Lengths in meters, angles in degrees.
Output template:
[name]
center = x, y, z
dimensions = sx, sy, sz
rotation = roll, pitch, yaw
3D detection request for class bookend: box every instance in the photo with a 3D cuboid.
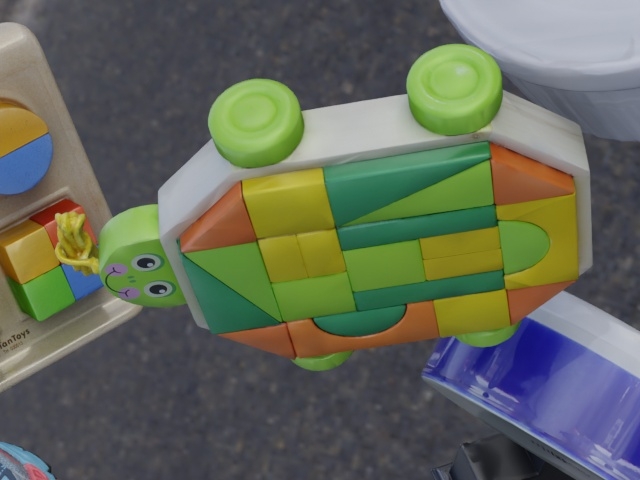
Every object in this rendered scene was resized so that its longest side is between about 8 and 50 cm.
[bookend]
center = 0.212, 0.215, 1.716
dimensions = 0.156, 0.157, 0.072
rotation = 100, 149, -56

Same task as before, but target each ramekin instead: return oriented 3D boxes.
[ramekin]
center = 0.218, -0.187, 1.068
dimensions = 0.273, 0.127, 0.273
rotation = -13, 56, 20

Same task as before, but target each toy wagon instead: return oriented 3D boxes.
[toy wagon]
center = 0.000, 0.000, 1.058
dimensions = 0.267, 0.344, 0.068
rotation = 75, -173, -55

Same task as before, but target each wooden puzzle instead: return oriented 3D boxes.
[wooden puzzle]
center = -0.367, -0.006, 1.680
dimensions = 0.080, 0.322, 0.348
rotation = 17, 133, 61

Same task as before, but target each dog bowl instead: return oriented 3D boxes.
[dog bowl]
center = 0.214, 0.129, 1.280
dimensions = 0.104, 0.265, 0.265
rotation = -58, 31, -4

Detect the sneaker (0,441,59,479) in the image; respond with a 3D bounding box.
[sneaker]
center = -0.236, 0.226, 1.133
dimensions = 0.104, 0.125, 0.262
rotation = -54, 43, 19
